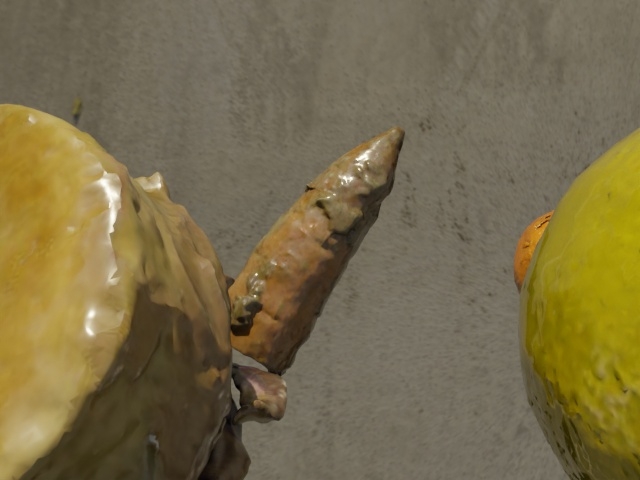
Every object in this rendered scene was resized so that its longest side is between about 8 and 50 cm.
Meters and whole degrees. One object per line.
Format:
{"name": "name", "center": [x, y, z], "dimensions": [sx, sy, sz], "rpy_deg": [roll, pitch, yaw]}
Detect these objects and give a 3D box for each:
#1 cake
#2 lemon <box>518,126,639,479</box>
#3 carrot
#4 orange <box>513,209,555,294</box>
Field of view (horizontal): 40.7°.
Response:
{"name": "cake", "center": [-0.201, 0.103, 0.661], "dimensions": [0.332, 0.321, 0.332], "rpy_deg": [-11, 60, 19]}
{"name": "lemon", "center": [0.202, 0.039, 0.400], "dimensions": [0.219, 0.240, 0.240], "rpy_deg": [26, 92, 40]}
{"name": "carrot", "center": [0.000, 0.000, 0.819], "dimensions": [0.102, 0.102, 0.263], "rpy_deg": [37, 93, 18]}
{"name": "orange", "center": [0.392, 0.045, 1.318], "dimensions": [0.193, 0.161, 0.193], "rpy_deg": [-3, 60, 6]}
